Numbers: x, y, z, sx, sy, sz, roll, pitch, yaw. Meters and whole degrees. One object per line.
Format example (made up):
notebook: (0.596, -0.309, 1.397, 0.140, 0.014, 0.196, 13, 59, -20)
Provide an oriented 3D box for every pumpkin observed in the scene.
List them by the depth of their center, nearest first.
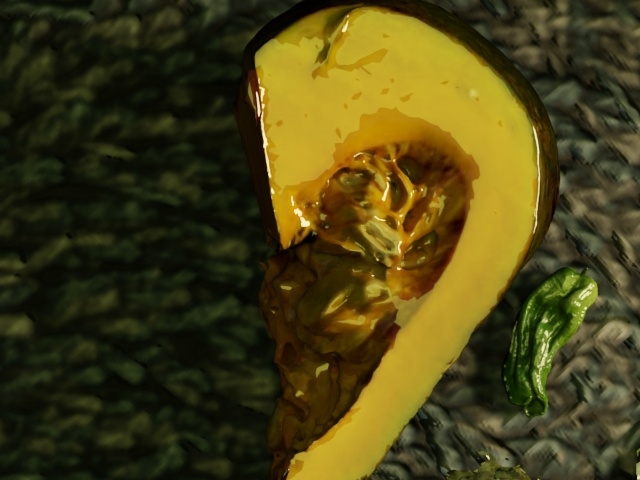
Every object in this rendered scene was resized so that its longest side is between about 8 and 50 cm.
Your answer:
pumpkin: (0.000, 0.000, 0.992, 0.190, 0.139, 0.280, 39, 85, -3)

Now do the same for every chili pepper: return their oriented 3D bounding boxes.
chili pepper: (0.126, 0.054, 1.045, 0.034, 0.030, 0.091, 24, 90, -25)

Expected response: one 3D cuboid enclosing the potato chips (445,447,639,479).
potato chips: (0.181, 0.173, 1.042, 0.220, 0.029, 0.202, -5, 91, -2)
